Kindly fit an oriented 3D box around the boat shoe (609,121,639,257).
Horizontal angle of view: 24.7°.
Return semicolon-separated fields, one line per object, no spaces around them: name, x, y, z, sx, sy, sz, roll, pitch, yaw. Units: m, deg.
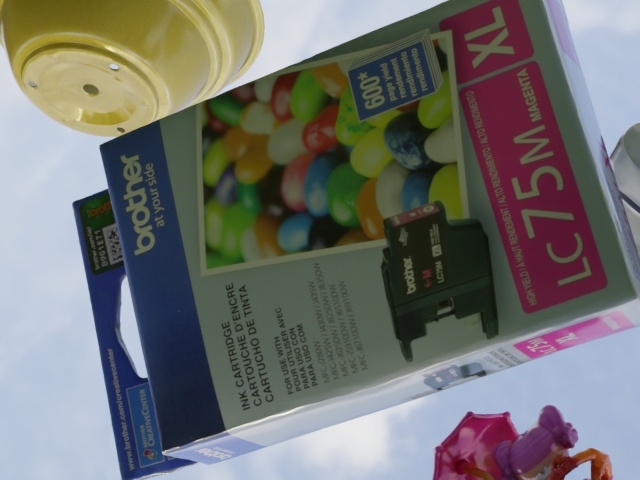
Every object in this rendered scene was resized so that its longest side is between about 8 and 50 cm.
boat shoe;0.258;0.042;0.812;0.267;0.088;0.096;38;-136;22

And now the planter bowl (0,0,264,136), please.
planter bowl;-0.155;-0.138;1.049;0.217;0.217;0.090;-13;-131;33

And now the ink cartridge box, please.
ink cartridge box;0.000;0.000;0.773;0.311;0.065;0.185;-21;-111;20

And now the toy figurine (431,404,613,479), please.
toy figurine;0.132;0.164;0.894;0.173;0.130;0.159;-46;-136;24
